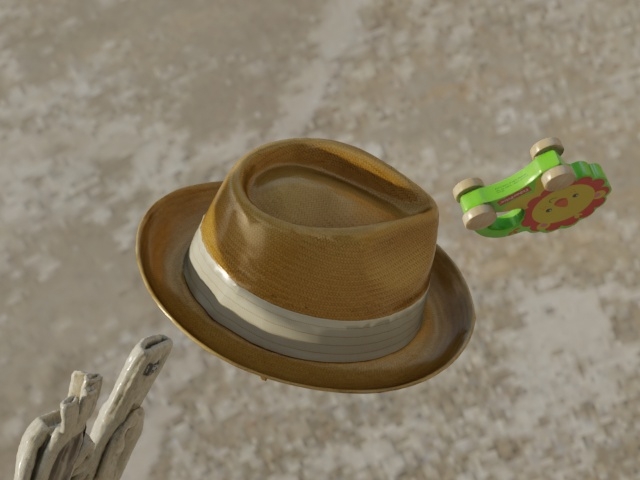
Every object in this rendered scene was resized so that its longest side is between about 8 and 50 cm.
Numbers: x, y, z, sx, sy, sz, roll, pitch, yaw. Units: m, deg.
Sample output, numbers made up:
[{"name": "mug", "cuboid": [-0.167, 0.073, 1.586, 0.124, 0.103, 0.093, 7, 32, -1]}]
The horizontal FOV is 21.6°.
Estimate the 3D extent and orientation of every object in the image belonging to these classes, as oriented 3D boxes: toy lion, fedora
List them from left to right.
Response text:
[{"name": "fedora", "cuboid": [0.000, 0.000, 0.910, 0.194, 0.079, 0.194, 13, 36, -10]}, {"name": "toy lion", "cuboid": [0.156, -0.029, 1.203, 0.100, 0.096, 0.034, -27, 59, 14]}]

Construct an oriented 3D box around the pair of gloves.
[{"name": "pair of gloves", "cuboid": [-0.213, 0.188, 1.441, 0.042, 0.204, 0.240, 25, 18, 10]}]
